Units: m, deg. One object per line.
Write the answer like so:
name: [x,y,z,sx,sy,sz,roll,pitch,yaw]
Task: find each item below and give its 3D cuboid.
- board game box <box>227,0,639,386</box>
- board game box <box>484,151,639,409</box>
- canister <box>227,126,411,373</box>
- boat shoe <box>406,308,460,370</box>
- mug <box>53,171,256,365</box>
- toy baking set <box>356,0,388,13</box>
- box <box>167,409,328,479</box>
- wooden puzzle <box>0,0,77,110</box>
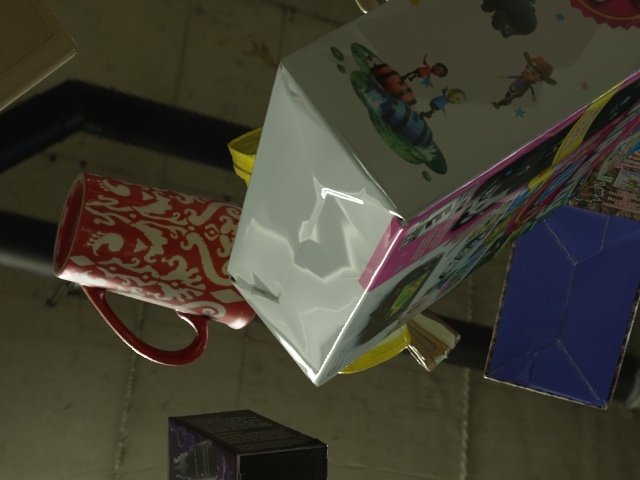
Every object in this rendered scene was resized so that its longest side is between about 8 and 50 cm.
board game box: [0.104,-0.069,0.585,0.303,0.224,0.097,-34,-104,-24]
board game box: [0.304,0.014,1.215,0.141,0.232,0.291,14,-153,14]
canister: [0.000,0.000,0.759,0.073,0.126,0.170,-23,-75,-11]
boat shoe: [0.076,0.086,1.235,0.190,0.068,0.072,38,-91,-5]
mug: [-0.139,0.022,0.902,0.169,0.113,0.150,15,-111,-24]
toy baking set: [0.096,-0.294,1.234,0.256,0.030,0.197,8,-123,-21]
box: [-0.085,0.280,1.141,0.108,0.207,0.153,0,-89,-29]
wooden puzzle: [-0.164,-0.102,0.503,0.116,0.014,0.079,-28,-87,5]
